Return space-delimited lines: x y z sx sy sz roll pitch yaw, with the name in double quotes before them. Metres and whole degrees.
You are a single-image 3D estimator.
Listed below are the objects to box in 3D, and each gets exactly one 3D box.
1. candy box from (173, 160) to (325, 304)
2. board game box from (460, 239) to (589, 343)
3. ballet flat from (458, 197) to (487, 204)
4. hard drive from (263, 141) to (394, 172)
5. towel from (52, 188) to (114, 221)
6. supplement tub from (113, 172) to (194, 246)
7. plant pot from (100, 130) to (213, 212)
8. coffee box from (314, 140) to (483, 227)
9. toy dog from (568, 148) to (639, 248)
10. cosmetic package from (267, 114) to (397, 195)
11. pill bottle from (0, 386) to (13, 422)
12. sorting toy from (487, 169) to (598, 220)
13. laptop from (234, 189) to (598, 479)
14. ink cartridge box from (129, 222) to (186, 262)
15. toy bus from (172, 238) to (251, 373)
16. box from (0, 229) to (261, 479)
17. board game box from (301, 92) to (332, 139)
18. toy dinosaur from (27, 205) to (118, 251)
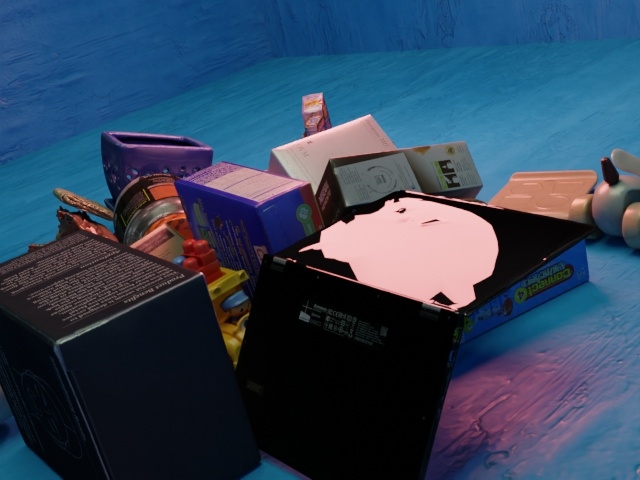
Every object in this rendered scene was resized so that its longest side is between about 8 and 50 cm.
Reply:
"candy box" -0.106 0.013 1.649 0.122 0.268 0.317 -28 25 -25
"board game box" 0.238 0.049 1.591 0.302 0.086 0.308 -23 22 -22
"ballet flat" 0.119 0.007 1.523 0.342 0.116 0.124 -17 0 -10
"hard drive" 0.002 -0.108 2.005 0.339 0.064 0.237 -15 -19 2
"towel" -0.553 -0.085 2.190 0.148 0.027 0.110 23 1 -30
"supplement tub" -0.315 -0.012 1.936 0.207 0.207 0.338 -18 21 -12
"plant pot" -0.411 -0.147 2.288 0.236 0.212 0.236 0 14 -26
"coffee box" 0.128 -0.080 1.570 0.247 0.098 0.141 -9 -26 -18
"toy dog" 0.580 -0.111 1.682 0.220 0.161 0.334 -1 24 30
"cosmetic package" 0.050 -0.086 1.730 0.225 0.138 0.224 -22 61 -25
"pill bottle" -0.626 0.279 1.442 0.283 0.160 0.160 -29 25 -35
"sorting toy" 0.442 -0.081 1.880 0.193 0.038 0.208 1 29 34
"laptop" 0.107 0.125 1.265 0.236 0.407 0.382 14 0 -40
"ink cartridge box" -0.345 0.102 1.647 0.234 0.088 0.193 -52 -6 37
"toy bus" -0.169 0.105 1.533 0.220 0.211 0.149 9 29 43
"box" -0.304 0.179 1.305 0.212 0.293 0.395 -27 24 -30
"board game box" -0.009 -0.283 2.466 0.060 0.194 0.194 -9 21 14
"toy dinosaur" -0.529 0.003 2.149 0.200 0.127 0.296 16 3 34
